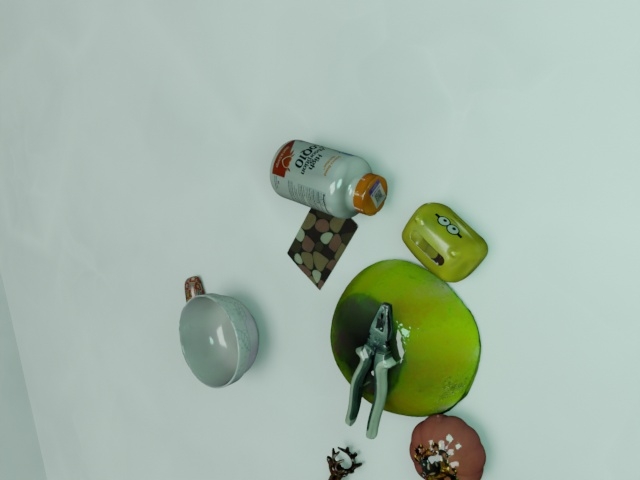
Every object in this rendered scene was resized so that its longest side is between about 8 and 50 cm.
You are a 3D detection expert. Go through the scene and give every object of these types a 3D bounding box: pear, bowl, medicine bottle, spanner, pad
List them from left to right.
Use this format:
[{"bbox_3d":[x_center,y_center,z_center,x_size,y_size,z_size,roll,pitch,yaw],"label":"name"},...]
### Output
[{"bbox_3d":[-0.293,0.294,1.824,0.286,0.143,0.287,8,102,39],"label":"bowl"},{"bbox_3d":[0.000,0.000,1.616,0.158,0.003,0.235,46,124,26],"label":"pad"},{"bbox_3d":[0.023,-0.146,1.471,0.288,0.157,0.157,22,111,36],"label":"medicine bottle"},{"bbox_3d":[0.115,0.285,1.316,0.095,0.040,0.325,24,113,35],"label":"spanner"},{"bbox_3d":[0.160,0.247,1.408,0.398,0.165,0.399,8,102,40],"label":"pear"}]

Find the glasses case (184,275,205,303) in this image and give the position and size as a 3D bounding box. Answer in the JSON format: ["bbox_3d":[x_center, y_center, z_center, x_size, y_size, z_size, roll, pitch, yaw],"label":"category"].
[{"bbox_3d":[-0.412,0.217,1.977,0.073,0.049,0.195,-20,84,41],"label":"glasses case"}]

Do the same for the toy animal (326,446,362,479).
[{"bbox_3d":[0.028,0.711,1.618,0.260,0.087,0.244,-50,33,43],"label":"toy animal"}]

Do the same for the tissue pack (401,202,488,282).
[{"bbox_3d":[0.265,0.004,1.306,0.178,0.127,0.123,48,127,26],"label":"tissue pack"}]

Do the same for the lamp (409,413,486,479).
[{"bbox_3d":[0.284,0.488,1.359,0.181,0.140,0.182,10,107,36],"label":"lamp"}]
